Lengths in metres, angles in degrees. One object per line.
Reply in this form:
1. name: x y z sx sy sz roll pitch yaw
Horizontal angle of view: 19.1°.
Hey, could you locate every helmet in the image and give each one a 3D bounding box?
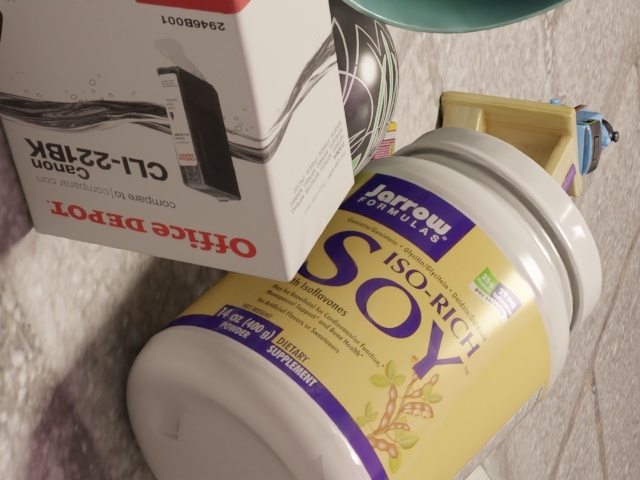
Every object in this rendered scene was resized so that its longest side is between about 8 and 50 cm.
1. helmet: -0.022 -0.113 1.427 0.169 0.161 0.169 7 90 -68

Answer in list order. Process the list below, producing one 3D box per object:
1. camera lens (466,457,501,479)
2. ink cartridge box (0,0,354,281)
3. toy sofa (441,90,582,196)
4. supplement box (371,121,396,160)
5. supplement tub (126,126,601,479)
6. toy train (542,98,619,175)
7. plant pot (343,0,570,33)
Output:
1. camera lens: 0.031 0.283 1.650 0.274 0.219 0.219 -42 137 -58
2. ink cartridge box: -0.101 -0.121 1.180 0.273 0.197 0.114 79 31 -41
3. toy sofa: 0.146 0.023 1.925 0.362 0.150 0.177 -59 149 -43
4. supplement box: 0.039 -0.071 1.761 0.055 0.043 0.083 -13 110 -67
5. supplement tub: 0.040 0.085 1.461 0.331 0.241 0.241 -42 140 -31
6. toy train: 0.296 -0.123 2.299 0.184 0.105 0.080 -23 120 -65
7. plant pot: 0.087 -0.323 1.236 0.293 0.293 0.235 69 -2 -52
